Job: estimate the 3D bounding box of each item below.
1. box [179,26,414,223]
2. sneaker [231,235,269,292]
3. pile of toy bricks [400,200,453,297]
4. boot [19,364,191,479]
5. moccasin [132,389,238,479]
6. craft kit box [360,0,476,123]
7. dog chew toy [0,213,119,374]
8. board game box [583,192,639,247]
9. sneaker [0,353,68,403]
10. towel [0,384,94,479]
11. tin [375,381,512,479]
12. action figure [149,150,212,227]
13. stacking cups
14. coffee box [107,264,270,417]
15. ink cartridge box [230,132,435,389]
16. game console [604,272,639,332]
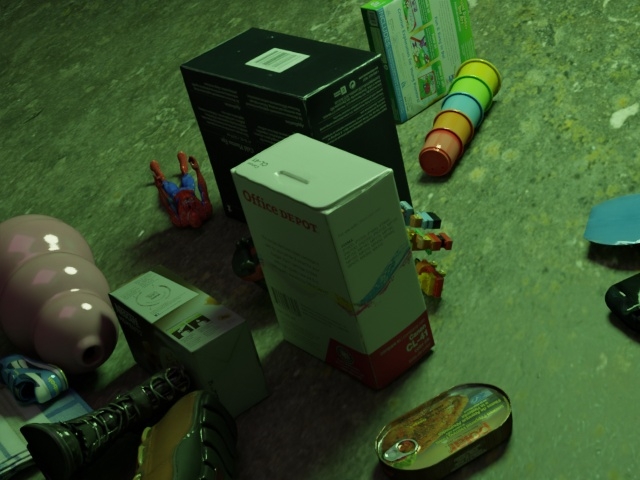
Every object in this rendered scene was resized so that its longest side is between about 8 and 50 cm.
[{"bbox_3d":[-0.041,-0.173,1.907,0.179,0.312,0.343,-34,36,-30],"label":"box"},{"bbox_3d":[0.000,0.000,1.747,0.276,0.135,0.097,-33,36,14],"label":"sneaker"},{"bbox_3d":[0.116,0.005,1.726,0.105,0.118,0.212,-3,26,-20],"label":"pile of toy bricks"},{"bbox_3d":[-0.274,0.231,1.466,0.229,0.091,0.263,-31,-5,-21],"label":"boot"},{"bbox_3d":[-0.188,0.326,1.328,0.147,0.139,0.380,-33,27,14],"label":"moccasin"},{"bbox_3d":[0.207,-0.403,2.240,0.247,0.250,0.061,-32,34,-28],"label":"craft kit box"},{"bbox_3d":[-0.427,0.096,1.756,0.207,0.206,0.332,-27,41,-21],"label":"dog chew toy"},{"bbox_3d":[0.484,-0.021,1.715,0.133,0.033,0.168,-5,26,24],"label":"board game box"},{"bbox_3d":[-0.447,0.209,1.653,0.144,0.053,0.059,5,34,34],"label":"sneaker"},{"bbox_3d":[-0.481,0.293,1.605,0.285,0.034,0.209,-28,31,-25],"label":"towel"},{"bbox_3d":[0.160,0.247,1.408,0.190,0.040,0.106,-26,28,-18],"label":"tin"},{"bbox_3d":[-0.273,-0.120,2.099,0.091,0.139,0.280,-21,34,-9],"label":"action figure"},{"bbox_3d":[0.258,-0.237,2.096,0.096,0.096,0.316,2,34,26],"label":"stacking cups"},{"bbox_3d":[-0.194,0.148,1.614,0.098,0.141,0.246,-31,35,-26],"label":"coffee box"},{"bbox_3d":[0.020,0.028,1.558,0.131,0.306,0.226,-32,35,-27],"label":"ink cartridge box"},{"bbox_3d":[0.570,0.031,1.583,0.361,0.044,0.213,-22,30,-13],"label":"game console"}]
